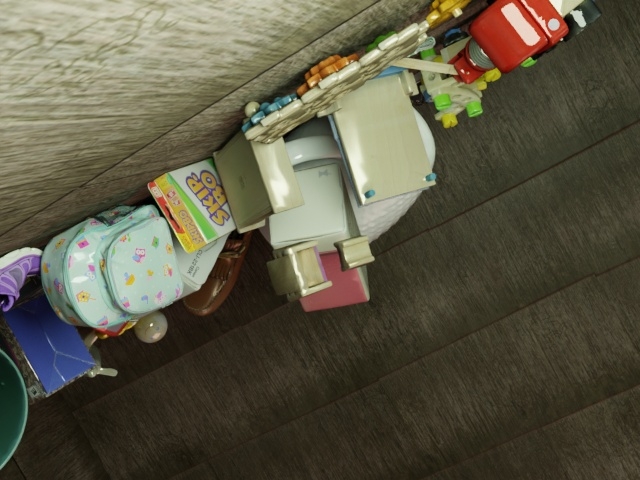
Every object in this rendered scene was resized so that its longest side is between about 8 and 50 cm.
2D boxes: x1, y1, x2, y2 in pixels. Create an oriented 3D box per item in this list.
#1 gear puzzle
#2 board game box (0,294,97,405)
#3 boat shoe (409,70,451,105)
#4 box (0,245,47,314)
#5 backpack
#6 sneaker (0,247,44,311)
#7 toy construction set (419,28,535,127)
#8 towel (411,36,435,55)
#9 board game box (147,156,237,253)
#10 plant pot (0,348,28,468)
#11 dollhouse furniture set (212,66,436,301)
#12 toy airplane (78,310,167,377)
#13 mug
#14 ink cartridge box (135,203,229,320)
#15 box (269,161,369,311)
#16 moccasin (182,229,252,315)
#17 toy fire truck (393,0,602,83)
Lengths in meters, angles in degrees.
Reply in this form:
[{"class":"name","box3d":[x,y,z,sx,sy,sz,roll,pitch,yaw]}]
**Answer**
[{"class":"gear puzzle","box3d":[0.050,-0.225,0.937,0.339,0.044,0.175,-32,-179,8]},{"class":"board game box","box3d":[-0.657,0.237,1.626,0.291,0.232,0.141,-27,-177,35]},{"class":"boat shoe","box3d":[0.250,-0.376,1.906,0.228,0.076,0.080,-28,-177,26]},{"class":"box","box3d":[-0.435,0.034,1.328,0.183,0.059,0.232,-27,-176,39]},{"class":"backpack","box3d":[-0.307,0.043,1.135,0.188,0.166,0.144,-26,-157,-39]},{"class":"sneaker","box3d":[-0.438,0.060,1.060,0.068,0.071,0.170,-28,-176,21]},{"class":"toy construction set","box3d":[0.320,-0.340,1.412,0.327,0.151,0.215,-36,156,20]},{"class":"towel","box3d":[0.111,-0.287,1.267,0.152,0.023,0.113,-27,-177,33]},{"class":"board game box","box3d":[-0.172,-0.069,1.239,0.039,0.124,0.259,-29,-177,29]},{"class":"plant pot","box3d":[-0.729,0.311,1.421,0.293,0.293,0.235,-32,-163,-36]},{"class":"dollhouse furniture set","box3d":[0.030,-0.086,1.181,0.303,0.286,0.198,-18,179,-21]},{"class":"toy airplane","box3d":[-0.504,0.158,1.921,0.386,0.272,0.384,-45,-168,43]},{"class":"mug","box3d":[0.021,-0.128,1.484,0.374,0.276,0.328,-5,158,-41]},{"class":"ink cartridge box","box3d":[-0.298,0.021,1.461,0.273,0.114,0.197,-25,-146,47]},{"class":"box","box3d":[0.000,0.000,1.331,0.126,0.149,0.232,-11,144,8]},{"class":"moccasin","box3d":[-0.239,0.005,1.898,0.380,0.139,0.147,-61,169,-8]},{"class":"toy fire truck","box3d":[0.220,-0.281,1.066,0.246,0.158,0.217,-39,-176,0]}]
